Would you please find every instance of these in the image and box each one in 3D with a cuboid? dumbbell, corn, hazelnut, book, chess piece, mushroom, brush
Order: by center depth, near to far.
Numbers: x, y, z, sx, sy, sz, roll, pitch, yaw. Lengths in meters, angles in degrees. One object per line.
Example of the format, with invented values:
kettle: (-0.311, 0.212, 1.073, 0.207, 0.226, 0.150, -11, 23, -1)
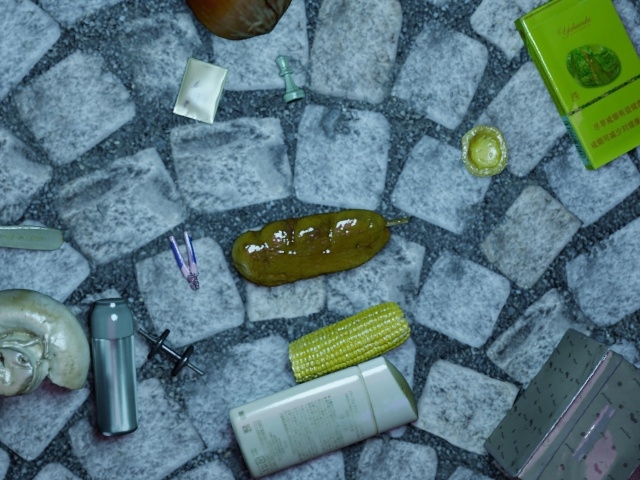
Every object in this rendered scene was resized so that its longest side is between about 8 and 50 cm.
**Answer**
mushroom: (-0.544, 0.181, 1.615, 0.254, 0.195, 0.189, -3, 90, -10)
brush: (-0.626, -0.011, 1.618, 0.337, 0.020, 0.085, 2, 102, -30)
hazelnut: (-0.145, -0.471, 1.635, 0.212, 0.181, 0.181, -38, 77, -13)
dumbbell: (-0.282, 0.211, 1.710, 0.147, 0.069, 0.069, 35, 89, -7)
book: (-0.226, -0.283, 1.716, 0.077, 0.014, 0.111, 17, 91, -7)
chess piece: (-0.062, -0.310, 1.725, 0.042, 0.042, 0.093, -18, 88, -6)
corn: (0.053, 0.196, 1.737, 0.244, 0.093, 0.093, -23, 96, -4)

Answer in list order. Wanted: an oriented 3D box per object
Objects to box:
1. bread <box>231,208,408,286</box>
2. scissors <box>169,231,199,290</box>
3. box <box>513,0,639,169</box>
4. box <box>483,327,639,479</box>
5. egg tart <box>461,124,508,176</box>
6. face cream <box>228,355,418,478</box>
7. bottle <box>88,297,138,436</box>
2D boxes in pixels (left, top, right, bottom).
bread: (0.001, 0.001, 1.727, 0.344, 0.084, 0.124, -14, 117, -6)
scissors: (-0.254, 0.041, 1.732, 0.039, 0.012, 0.113, -19, 95, -5)
box: (0.539, -0.328, 1.791, 0.187, 0.047, 0.335, -29, 97, -4)
box: (0.492, 0.351, 1.733, 0.190, 0.225, 0.297, 37, 90, -7)
egg tart: (0.319, -0.174, 1.775, 0.105, 0.039, 0.105, 0, 93, -7)
face cream: (0.011, 0.333, 1.733, 0.349, 0.081, 0.173, -19, 121, -5)
bottle: (-0.391, 0.235, 1.698, 0.096, 0.079, 0.253, 1, 96, 31)
